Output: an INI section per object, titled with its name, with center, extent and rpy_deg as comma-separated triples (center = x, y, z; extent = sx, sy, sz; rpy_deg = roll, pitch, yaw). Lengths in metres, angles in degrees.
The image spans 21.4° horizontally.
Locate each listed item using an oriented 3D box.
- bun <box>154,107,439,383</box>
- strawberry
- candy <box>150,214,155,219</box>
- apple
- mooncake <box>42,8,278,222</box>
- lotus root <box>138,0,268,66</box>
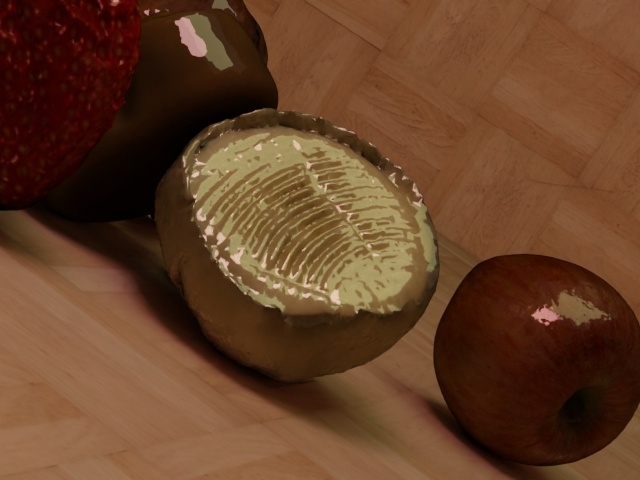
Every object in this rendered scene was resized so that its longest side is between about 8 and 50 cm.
[bun]
center = -0.029, 0.012, 1.471
extent = 0.259, 0.152, 0.259
rpy_deg = 14, 47, -15
[strawberry]
center = -0.277, -0.166, 1.337
extent = 0.238, 0.288, 0.250
rpy_deg = -4, 1, -28
[candy]
center = -0.233, -0.103, 1.706
extent = 0.246, 0.069, 0.149
rpy_deg = 27, -17, -9
[apple]
center = 0.222, 0.121, 1.720
extent = 0.211, 0.211, 0.188
rpy_deg = 28, 15, -33
[mooncake]
center = -0.152, -0.111, 1.542
extent = 0.117, 0.235, 0.235
rpy_deg = 60, 16, 16
[lotus root]
center = -0.197, -0.208, 1.980
extent = 0.316, 0.250, 0.316
rpy_deg = 43, -12, 11
